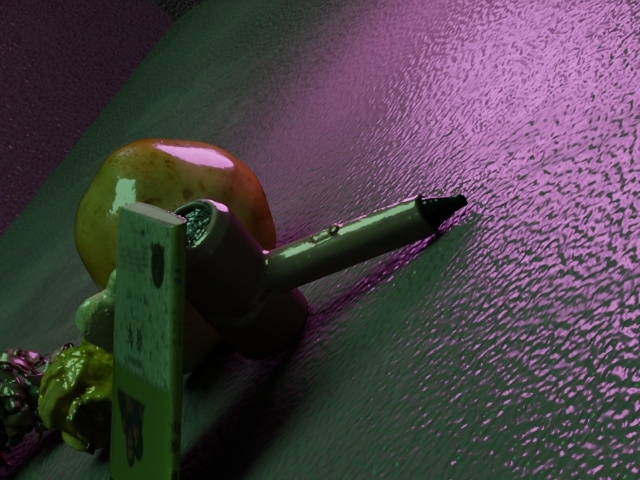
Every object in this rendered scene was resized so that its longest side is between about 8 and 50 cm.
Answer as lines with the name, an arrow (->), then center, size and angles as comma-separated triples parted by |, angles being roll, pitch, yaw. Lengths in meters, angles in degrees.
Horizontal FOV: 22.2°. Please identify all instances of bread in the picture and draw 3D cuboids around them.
bread -> -0.171, 0.081, 1.949 | 0.182, 0.251, 0.039 | -41, 57, 10

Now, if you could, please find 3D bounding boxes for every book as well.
book -> -0.184, 0.140, 1.735 | 0.239, 0.035, 0.352 | -166, 78, -70

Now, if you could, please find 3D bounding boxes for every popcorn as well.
popcorn -> -0.281, 0.194, 2.060 | 0.167, 0.148, 0.152 | -55, 44, 32

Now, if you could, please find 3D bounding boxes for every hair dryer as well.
hair dryer -> 0.000, 0.000, 1.798 | 0.344, 0.189, 0.106 | -22, 40, 21

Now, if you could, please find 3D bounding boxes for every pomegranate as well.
pomegranate -> -0.186, -0.012, 2.096 | 0.264, 0.264, 0.264 | -41, 17, 16

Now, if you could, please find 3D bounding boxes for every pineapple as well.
pineapple -> -0.450, 0.225, 2.325 | 0.272, 0.262, 0.262 | -23, 23, 15
